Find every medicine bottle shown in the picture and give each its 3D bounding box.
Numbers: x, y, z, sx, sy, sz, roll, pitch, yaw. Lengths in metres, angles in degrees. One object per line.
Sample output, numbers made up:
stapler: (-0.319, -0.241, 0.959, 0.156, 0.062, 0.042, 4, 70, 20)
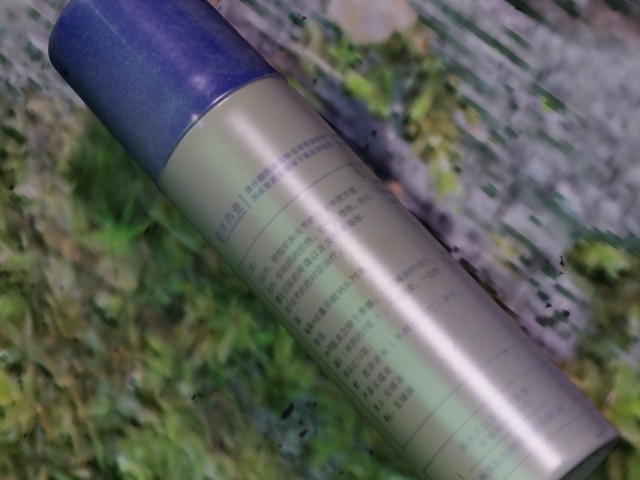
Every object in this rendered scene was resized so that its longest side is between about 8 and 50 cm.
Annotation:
medicine bottle: (0.000, 0.000, 0.639, 0.231, 0.059, 0.059, 48, 118, 17)
